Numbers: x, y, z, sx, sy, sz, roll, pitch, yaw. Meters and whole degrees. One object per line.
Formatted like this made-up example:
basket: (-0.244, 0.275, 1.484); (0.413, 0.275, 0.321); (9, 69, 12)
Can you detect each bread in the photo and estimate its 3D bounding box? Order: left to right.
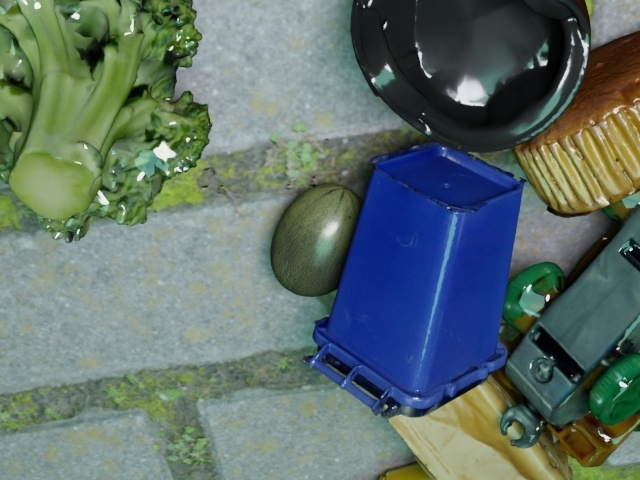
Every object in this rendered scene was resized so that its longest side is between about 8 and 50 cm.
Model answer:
bread: (0.180, 0.223, 1.238); (0.136, 0.107, 0.241); (-39, 98, 14)
bread: (0.270, -0.118, 0.988); (0.199, 0.199, 0.104); (-30, 108, 17)

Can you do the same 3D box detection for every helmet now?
helmet: (0.134, -0.185, 0.920); (0.189, 0.193, 0.216); (-31, 93, 22)

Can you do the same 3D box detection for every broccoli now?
broccoli: (-0.228, -0.134, 0.920); (0.288, 0.259, 0.235); (37, 150, -30)

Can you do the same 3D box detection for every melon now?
melon: (0.000, 0.000, 1.105); (0.098, 0.098, 0.130); (23, 119, -18)

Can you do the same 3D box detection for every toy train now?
toy train: (0.354, 0.063, 1.110); (0.249, 0.178, 0.429); (17, 117, -50)

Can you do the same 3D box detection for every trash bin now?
trash bin: (0.096, 0.038, 1.033); (0.184, 0.162, 0.234); (-20, 131, -42)

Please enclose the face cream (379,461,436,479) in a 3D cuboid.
face cream: (0.139, 0.321, 1.357); (0.273, 0.078, 0.078); (-18, 125, 9)
